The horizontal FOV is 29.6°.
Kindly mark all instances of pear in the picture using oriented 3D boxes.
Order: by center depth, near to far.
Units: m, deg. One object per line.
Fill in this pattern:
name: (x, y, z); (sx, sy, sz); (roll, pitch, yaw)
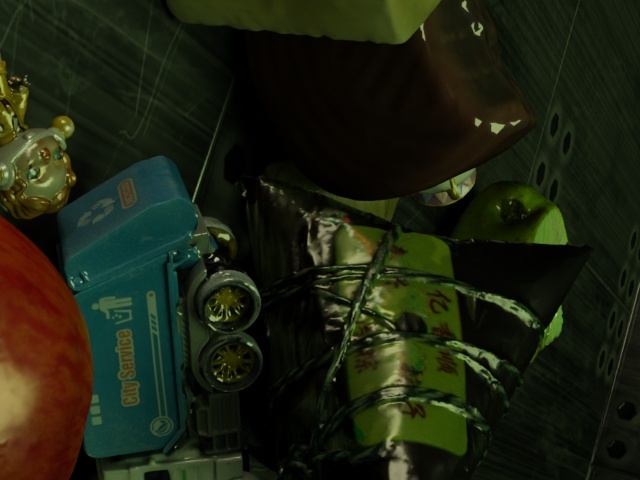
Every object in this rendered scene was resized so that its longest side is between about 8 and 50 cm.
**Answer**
pear: (0.278, 0.047, 1.922); (0.286, 0.176, 0.282); (-26, 121, -61)

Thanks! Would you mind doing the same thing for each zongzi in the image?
zongzi: (0.116, 0.116, 1.153); (0.319, 0.362, 0.384); (121, -35, -65)
zongzi: (0.000, 0.000, 1.475); (0.228, 0.115, 0.256); (-25, 134, -50)

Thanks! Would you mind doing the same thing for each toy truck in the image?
toy truck: (-0.145, 0.111, 1.132); (0.146, 0.175, 0.367); (-121, -154, -64)

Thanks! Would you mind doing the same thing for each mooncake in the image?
mooncake: (0.072, -0.198, 1.278); (0.174, 0.333, 0.326); (-22, 133, -49)

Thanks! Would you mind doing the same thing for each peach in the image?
peach: (-0.295, 0.092, 0.824); (0.280, 0.238, 0.281); (-12, 128, -16)

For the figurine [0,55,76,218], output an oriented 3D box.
figurine: (-0.257, -0.081, 1.002); (0.143, 0.068, 0.101); (51, 52, -41)

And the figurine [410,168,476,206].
figurine: (0.137, -0.160, 1.598); (0.142, 0.189, 0.263); (-27, 142, -3)

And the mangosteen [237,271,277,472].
mangosteen: (0.015, 0.141, 1.378); (0.288, 0.288, 0.288); (-32, 128, -53)

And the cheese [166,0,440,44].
cheese: (-0.034, -0.312, 1.096); (0.124, 0.265, 0.243); (-56, 144, -35)
